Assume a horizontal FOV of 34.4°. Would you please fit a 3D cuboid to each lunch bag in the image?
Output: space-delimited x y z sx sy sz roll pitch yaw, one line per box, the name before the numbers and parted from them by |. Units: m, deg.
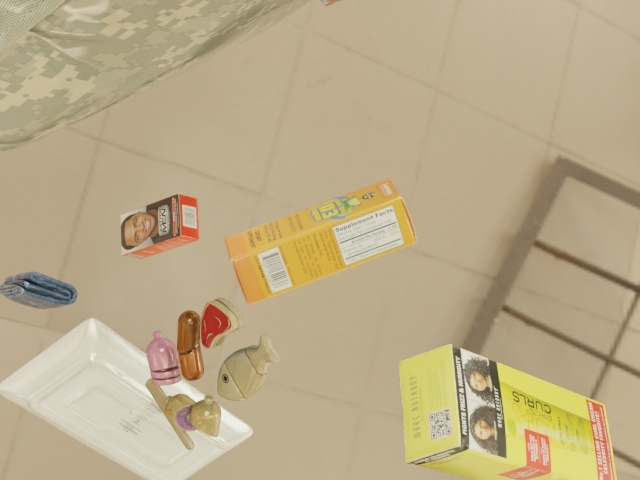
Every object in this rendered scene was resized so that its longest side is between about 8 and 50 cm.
lunch bag | -0.098 -0.175 0.574 0.169 0.235 0.287 58 31 -12

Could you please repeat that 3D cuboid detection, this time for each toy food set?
toy food set | -0.078 0.079 0.637 0.019 0.122 0.078 -16 61 -46

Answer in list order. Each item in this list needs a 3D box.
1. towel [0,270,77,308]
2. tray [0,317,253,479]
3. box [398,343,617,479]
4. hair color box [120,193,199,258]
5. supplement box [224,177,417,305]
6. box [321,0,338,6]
towel | -0.329 0.061 1.200 0.067 0.119 0.029 23 73 -26
tray | -0.209 0.198 1.144 0.145 0.030 0.270 -36 128 15
box | 0.161 0.159 0.864 0.232 0.058 0.087 25 52 -40
hair color box | -0.256 -0.021 1.637 0.043 0.141 0.072 13 66 -48
supplement box | 0.000 0.000 1.325 0.233 0.078 0.080 -19 116 -3
box | 0.033 -0.388 1.285 0.122 0.257 0.128 -45 103 -4
